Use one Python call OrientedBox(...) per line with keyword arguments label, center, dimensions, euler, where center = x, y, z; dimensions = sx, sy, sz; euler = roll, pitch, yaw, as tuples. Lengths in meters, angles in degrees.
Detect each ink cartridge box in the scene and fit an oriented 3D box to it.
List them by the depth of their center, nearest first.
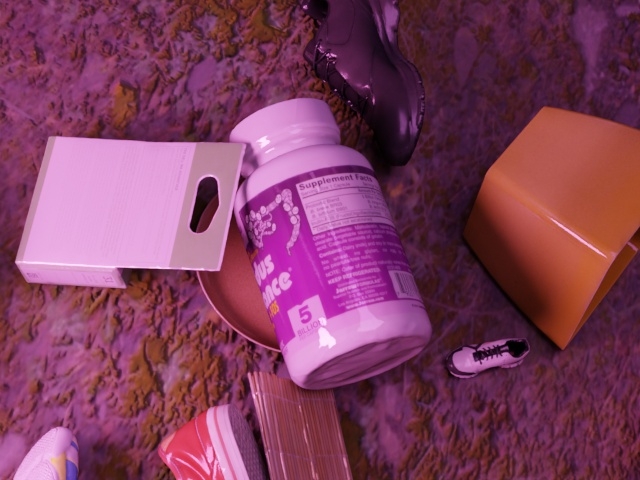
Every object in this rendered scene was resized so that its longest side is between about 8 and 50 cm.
OrientedBox(label="ink cartridge box", center=(-0.205, -0.031, 1.698), dimensions=(0.235, 0.056, 0.171), euler=(3, 60, 11))

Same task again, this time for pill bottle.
OrientedBox(label="pill bottle", center=(0.000, 0.000, 1.711), dimensions=(0.169, 0.169, 0.301), euler=(-11, 69, -25))

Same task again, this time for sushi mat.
OrientedBox(label="sushi mat", center=(-0.001, 0.294, 1.649), dimensions=(0.151, 0.019, 0.316), euler=(19, 52, -53))

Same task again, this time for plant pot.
OrientedBox(label="plant pot", center=(-0.037, 0.029, 1.801), dimensions=(0.236, 0.032, 0.236), euler=(8, 63, -16))
OrientedBox(label="plant pot", center=(0.298, -0.036, 1.867), dimensions=(0.187, 0.212, 0.212), euler=(35, 57, 13))

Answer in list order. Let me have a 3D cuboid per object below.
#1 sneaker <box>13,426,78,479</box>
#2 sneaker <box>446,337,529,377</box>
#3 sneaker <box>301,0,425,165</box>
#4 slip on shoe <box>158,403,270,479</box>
OrientedBox(label="sneaker", center=(-0.261, 0.315, 1.558), dimensions=(0.126, 0.091, 0.240), euler=(28, 56, -27))
OrientedBox(label="sneaker", center=(0.201, 0.135, 1.831), dimensions=(0.109, 0.044, 0.040), euler=(-11, 71, -23))
OrientedBox(label="sneaker", center=(0.049, -0.212, 1.923), dimensions=(0.130, 0.109, 0.286), euler=(-6, 58, -16))
OrientedBox(label="slip on shoe", center=(-0.085, 0.339, 1.598), dimensions=(0.101, 0.123, 0.331), euler=(-21, 78, 10))
